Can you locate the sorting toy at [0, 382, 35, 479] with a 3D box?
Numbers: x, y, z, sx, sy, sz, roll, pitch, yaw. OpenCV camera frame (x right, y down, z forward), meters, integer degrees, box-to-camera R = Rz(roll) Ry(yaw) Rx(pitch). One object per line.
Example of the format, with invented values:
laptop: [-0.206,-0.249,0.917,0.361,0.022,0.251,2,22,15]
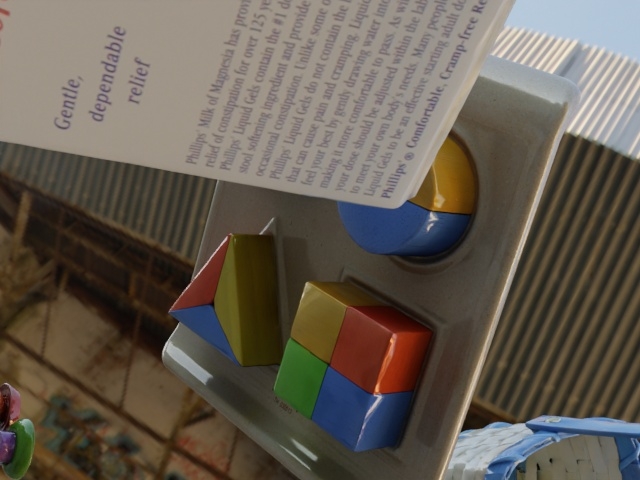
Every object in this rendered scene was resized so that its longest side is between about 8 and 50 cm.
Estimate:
sorting toy: [-0.281,0.165,0.866,0.061,0.042,0.102,-63,-144,15]

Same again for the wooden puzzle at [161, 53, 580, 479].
wooden puzzle: [0.000,0.000,0.777,0.322,0.080,0.347,29,-76,43]

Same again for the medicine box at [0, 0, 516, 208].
medicine box: [-0.089,-0.170,0.462,0.289,0.263,0.149,9,-52,-19]

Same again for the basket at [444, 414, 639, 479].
basket: [0.205,0.253,0.785,0.289,0.201,0.254,4,-80,55]
